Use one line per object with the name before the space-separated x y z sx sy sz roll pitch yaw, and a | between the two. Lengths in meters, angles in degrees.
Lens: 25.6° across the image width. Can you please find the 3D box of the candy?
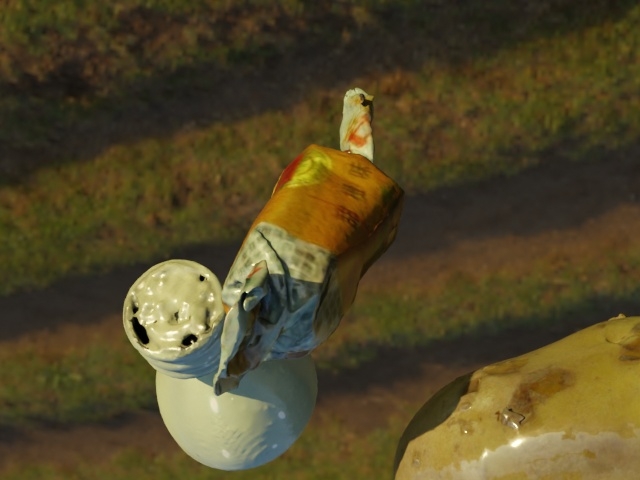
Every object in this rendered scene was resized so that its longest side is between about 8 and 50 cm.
candy | 0.000 0.000 0.481 0.046 0.182 0.053 26 121 1

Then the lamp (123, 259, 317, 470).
lamp | -0.064 0.075 0.876 0.106 0.106 0.193 1 154 15

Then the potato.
potato | 0.176 0.143 0.961 0.262 0.165 0.165 -20 150 4
